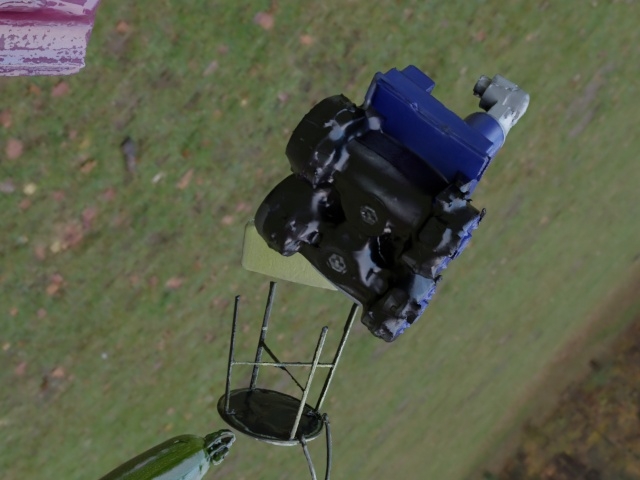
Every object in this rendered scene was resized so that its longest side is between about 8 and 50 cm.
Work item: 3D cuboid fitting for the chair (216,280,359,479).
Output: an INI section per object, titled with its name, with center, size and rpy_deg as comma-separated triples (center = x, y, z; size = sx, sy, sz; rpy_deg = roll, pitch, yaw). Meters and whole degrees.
[chair]
center = -0.054, 0.233, 1.436
size = 0.160, 0.170, 0.326
rpy_deg = -28, 132, -68

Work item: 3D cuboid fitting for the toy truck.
[toy truck]
center = 0.066, -0.043, 0.893
size = 0.177, 0.161, 0.213
rpy_deg = -42, 166, -38

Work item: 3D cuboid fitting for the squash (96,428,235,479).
[squash]
center = -0.228, 0.287, 1.165
size = 0.318, 0.071, 0.080
rpy_deg = -25, 132, -36

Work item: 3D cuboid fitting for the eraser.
[eraser]
center = 0.000, 0.000, 1.157
size = 0.172, 0.117, 0.058
rpy_deg = -32, 131, -69

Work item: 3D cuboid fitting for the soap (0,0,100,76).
[soap]
center = -0.349, -0.238, 0.875
size = 0.324, 0.220, 0.127
rpy_deg = -6, 145, -44
